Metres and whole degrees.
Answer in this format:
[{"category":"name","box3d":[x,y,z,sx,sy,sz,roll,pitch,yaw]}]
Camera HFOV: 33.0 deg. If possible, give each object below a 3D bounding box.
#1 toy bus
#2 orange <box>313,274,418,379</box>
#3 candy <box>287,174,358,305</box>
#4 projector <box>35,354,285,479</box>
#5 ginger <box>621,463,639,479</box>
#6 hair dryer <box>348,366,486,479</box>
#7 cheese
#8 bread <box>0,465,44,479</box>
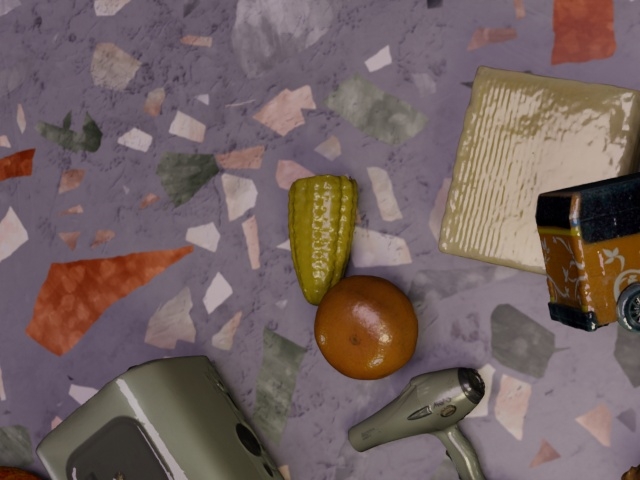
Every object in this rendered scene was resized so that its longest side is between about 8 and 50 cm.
[{"category":"toy bus","box3d":[0.445,-0.005,1.340,0.323,0.162,0.194,-13,93,-6]},{"category":"orange","box3d":[0.069,0.126,1.580,0.156,0.124,0.156,6,106,21]},{"category":"candy","box3d":[0.000,0.000,1.631,0.106,0.094,0.199,2,89,34]},{"category":"projector","box3d":[-0.234,0.343,1.620,0.248,0.248,0.249,-40,73,15]},{"category":"ginger","box3d":[0.520,0.352,1.367,0.274,0.152,0.358,24,101,-8]},{"category":"hair dryer","box3d":[0.148,0.299,1.573,0.218,0.088,0.225,-8,98,29]},{"category":"cheese","box3d":[0.306,-0.088,1.494,0.242,0.124,0.266,13,92,24]},{"category":"bread","box3d":[-0.500,0.461,1.808,0.268,0.095,0.139,18,101,18]}]
